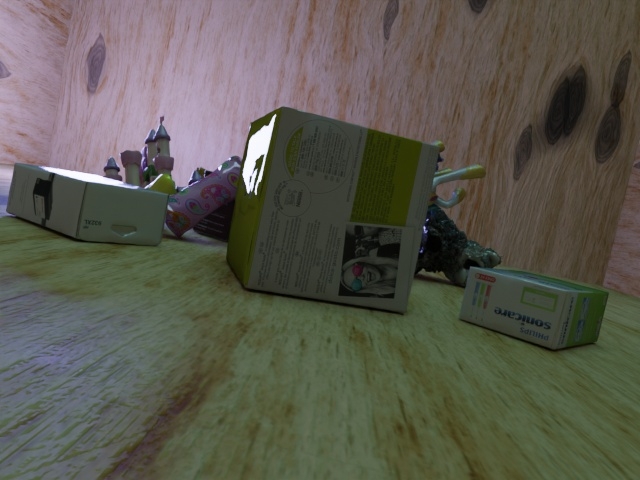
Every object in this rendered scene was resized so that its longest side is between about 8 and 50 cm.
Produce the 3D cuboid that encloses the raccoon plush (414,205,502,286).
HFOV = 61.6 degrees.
[{"bbox_3d":[0.453,-0.045,1.861,0.299,0.447,0.216,9,-22,-17],"label":"raccoon plush"}]

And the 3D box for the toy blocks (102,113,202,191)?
[{"bbox_3d":[-0.556,-0.250,1.826,0.308,0.260,0.288,2,-15,-36],"label":"toy blocks"}]

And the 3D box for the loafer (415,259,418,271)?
[{"bbox_3d":[0.166,0.068,1.603,0.251,0.095,0.087,4,24,27],"label":"loafer"}]

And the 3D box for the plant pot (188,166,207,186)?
[{"bbox_3d":[-0.469,-0.175,2.260,0.187,0.212,0.212,24,0,-19],"label":"plant pot"}]

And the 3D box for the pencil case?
[{"bbox_3d":[-0.324,-0.128,1.518,0.284,0.124,0.124,-35,24,-19],"label":"pencil case"}]

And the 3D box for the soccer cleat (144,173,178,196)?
[{"bbox_3d":[-0.513,-0.116,1.600,0.121,0.094,0.289,-18,-4,-38],"label":"soccer cleat"}]

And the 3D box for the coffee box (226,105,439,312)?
[{"bbox_3d":[0.002,-0.069,1.148,0.334,0.339,0.337,10,4,-17],"label":"coffee box"}]

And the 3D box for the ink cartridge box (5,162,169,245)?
[{"bbox_3d":[-0.546,-0.087,1.264,0.307,0.129,0.223,15,5,34],"label":"ink cartridge box"}]

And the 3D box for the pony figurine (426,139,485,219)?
[{"bbox_3d":[0.279,-0.196,1.715,0.363,0.303,0.351,-25,48,-23],"label":"pony figurine"}]

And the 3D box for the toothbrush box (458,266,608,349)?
[{"bbox_3d":[0.465,0.140,1.160,0.206,0.122,0.283,16,7,43],"label":"toothbrush box"}]

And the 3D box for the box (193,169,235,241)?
[{"bbox_3d":[-0.280,-0.104,1.737,0.167,0.203,0.168,15,5,37],"label":"box"}]
